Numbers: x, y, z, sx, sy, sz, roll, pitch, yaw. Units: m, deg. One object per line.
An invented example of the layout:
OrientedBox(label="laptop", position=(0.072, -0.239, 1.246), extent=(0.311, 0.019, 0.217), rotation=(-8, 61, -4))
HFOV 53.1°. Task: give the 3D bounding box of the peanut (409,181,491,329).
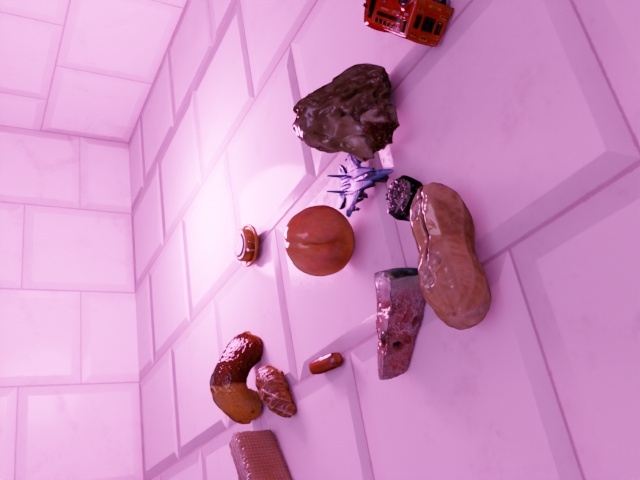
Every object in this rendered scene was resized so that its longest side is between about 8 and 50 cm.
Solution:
OrientedBox(label="peanut", position=(0.235, 0.024, 1.198), extent=(0.130, 0.130, 0.290), rotation=(-42, 48, 51))

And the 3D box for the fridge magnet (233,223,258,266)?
OrientedBox(label="fridge magnet", position=(-0.246, 0.016, 2.118), extent=(0.143, 0.063, 0.143), rotation=(-5, 84, 58))

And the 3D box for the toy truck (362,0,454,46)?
OrientedBox(label="toy truck", position=(0.173, -0.506, 1.402), extent=(0.253, 0.107, 0.114), rotation=(47, 125, 53))

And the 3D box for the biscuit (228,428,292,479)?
OrientedBox(label="biscuit", position=(-0.134, 0.702, 1.740), extent=(0.426, 0.144, 0.079), rotation=(56, 132, 47))

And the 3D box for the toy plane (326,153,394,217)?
OrientedBox(label="toy plane", position=(0.104, -0.144, 1.510), extent=(0.246, 0.078, 0.169), rotation=(-8, 79, 54))

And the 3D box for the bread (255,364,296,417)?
OrientedBox(label="bread", position=(-0.141, 0.432, 1.862), extent=(0.233, 0.076, 0.105), rotation=(42, 124, 53))

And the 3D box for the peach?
OrientedBox(label="peach", position=(0.000, 0.000, 1.576), extent=(0.184, 0.184, 0.184), rotation=(-14, 73, 59))

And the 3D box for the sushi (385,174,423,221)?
OrientedBox(label="sushi", position=(0.178, -0.095, 1.384), extent=(0.085, 0.056, 0.083), rotation=(45, 125, 52))

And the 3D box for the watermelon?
OrientedBox(label="watermelon", position=(0.154, 0.177, 1.376), extent=(0.154, 0.094, 0.241), rotation=(-176, 88, -68))

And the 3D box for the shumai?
OrientedBox(label="shumai", position=(0.083, -0.271, 1.471), extent=(0.218, 0.256, 0.189), rotation=(50, 174, 27))

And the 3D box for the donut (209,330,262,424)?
OrientedBox(label="donut", position=(-0.255, 0.427, 2.000), extent=(0.112, 0.151, 0.295), rotation=(-15, 72, 49))

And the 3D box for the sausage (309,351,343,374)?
OrientedBox(label="sausage", position=(0.014, 0.313, 1.632), extent=(0.131, 0.041, 0.039), rotation=(-35, 51, 54))
